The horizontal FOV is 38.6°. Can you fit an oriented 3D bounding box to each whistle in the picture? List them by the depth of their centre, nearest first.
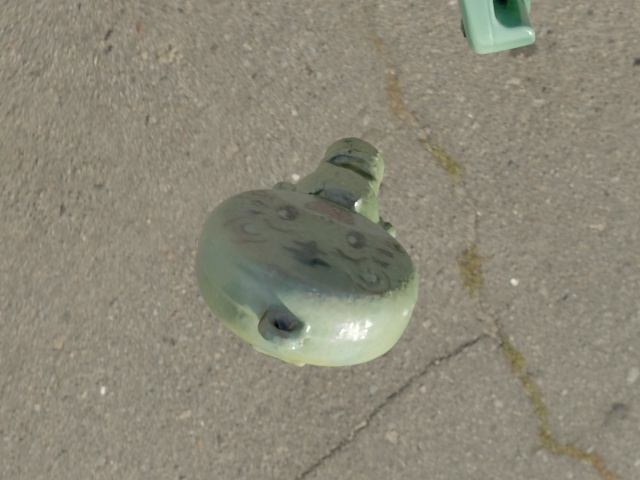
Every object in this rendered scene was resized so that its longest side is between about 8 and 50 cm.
[{"bbox_3d":[0.000,0.000,0.555,0.126,0.258,0.067,22,118,0],"label":"whistle"}]

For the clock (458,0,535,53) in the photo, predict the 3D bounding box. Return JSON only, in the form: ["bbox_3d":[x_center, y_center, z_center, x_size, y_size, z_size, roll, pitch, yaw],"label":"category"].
[{"bbox_3d":[0.087,-0.176,0.490,0.041,0.101,0.135,-8,128,10],"label":"clock"}]
